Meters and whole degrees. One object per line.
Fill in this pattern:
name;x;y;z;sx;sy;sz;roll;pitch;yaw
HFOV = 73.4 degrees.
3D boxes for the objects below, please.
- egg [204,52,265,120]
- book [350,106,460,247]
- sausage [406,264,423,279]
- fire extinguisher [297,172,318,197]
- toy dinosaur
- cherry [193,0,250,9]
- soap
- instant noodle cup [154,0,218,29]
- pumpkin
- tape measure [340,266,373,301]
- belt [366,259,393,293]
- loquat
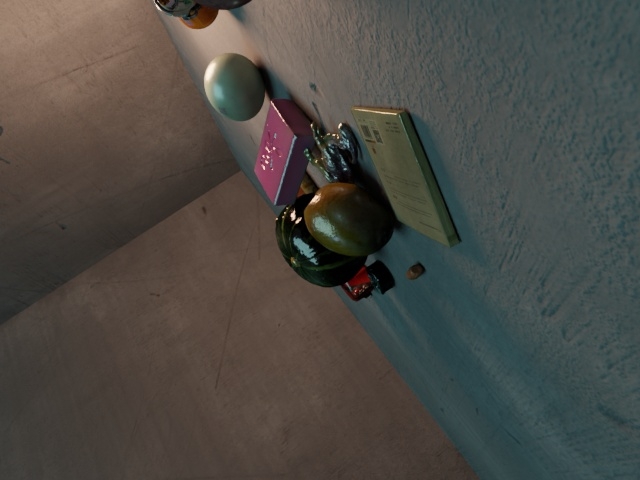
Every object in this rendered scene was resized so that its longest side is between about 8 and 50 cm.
egg;-0.265;-0.475;1.358;0.183;0.182;0.264;54;178;9
book;0.159;-0.130;0.847;0.283;0.025;0.215;61;171;-28
sausage;0.248;0.085;1.134;0.034;0.034;0.083;53;172;13
fire extinguisher;-0.055;-0.189;1.648;0.376;0.113;0.200;56;-146;9
toy dinosaur;0.030;-0.204;1.102;0.162;0.077;0.294;50;170;23
cherry;-0.189;-0.511;0.705;0.236;0.212;0.286;77;168;-46
soap;-0.110;-0.252;1.253;0.181;0.081;0.260;60;143;32
instant noodle cup;-0.366;-0.690;1.223;0.125;0.177;0.209;23;-119;-77
pumpkin;0.000;0.000;1.384;0.323;0.241;0.324;34;145;28
tape measure;0.123;0.144;1.789;0.253;0.113;0.260;53;171;20
belt;0.202;0.128;1.479;0.105;0.058;0.140;54;173;33
loquat;0.073;-0.050;1.074;0.227;0.180;0.179;26;173;-5
